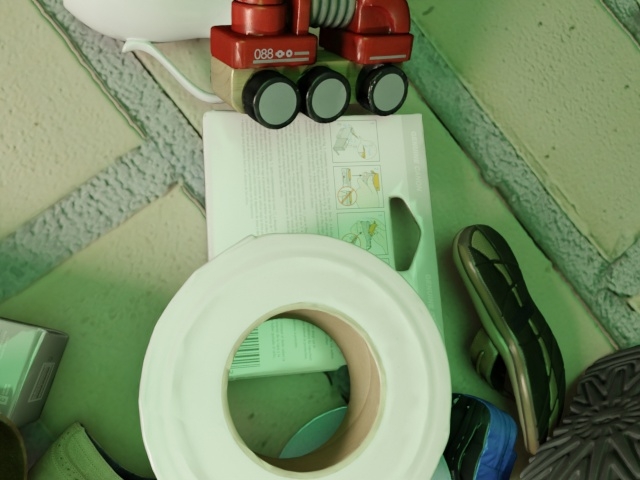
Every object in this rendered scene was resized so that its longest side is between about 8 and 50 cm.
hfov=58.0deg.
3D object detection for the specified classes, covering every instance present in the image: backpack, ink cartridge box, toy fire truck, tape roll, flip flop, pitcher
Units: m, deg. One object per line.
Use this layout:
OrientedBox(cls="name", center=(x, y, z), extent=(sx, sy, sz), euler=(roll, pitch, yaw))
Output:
OrientedBox(cls="backpack", center=(0.167, 0.239, 0.654), extent=(0.101, 0.098, 0.120), euler=(27, 74, -36))
OrientedBox(cls="ink cartridge box", center=(0.000, 0.000, 0.672), extent=(0.260, 0.066, 0.297), euler=(-2, 81, -13))
OrientedBox(cls="toy fire truck", center=(-0.015, -0.269, 0.621), extent=(0.216, 0.158, 0.247), euler=(-13, 124, -28))
OrientedBox(cls="tape roll", center=(-0.025, 0.138, 0.546), extent=(0.286, 0.100, 0.287), euler=(3, 76, -14))
OrientedBox(cls="flip flop", center=(0.213, 0.116, 0.687), extent=(0.112, 0.080, 0.277), euler=(-27, 93, -46))
OrientedBox(cls="pitcher", center=(-0.180, -0.258, 0.658), extent=(0.207, 0.125, 0.178), euler=(7, 87, -23))

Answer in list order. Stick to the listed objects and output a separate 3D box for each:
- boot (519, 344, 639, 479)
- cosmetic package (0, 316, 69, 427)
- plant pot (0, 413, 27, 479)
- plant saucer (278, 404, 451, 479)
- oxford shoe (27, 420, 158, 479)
OrientedBox(cls="boot", center=(0.405, 0.381, 0.594), extent=(0.367, 0.146, 0.445), euler=(-28, 88, -44))
OrientedBox(cls="cosmetic package", center=(-0.383, 0.104, 0.545), extent=(0.237, 0.127, 0.107), euler=(19, 76, -10))
OrientedBox(cls="plant pot", center=(-0.384, 0.194, 0.413), extent=(0.230, 0.215, 0.216), euler=(14, 77, 11))
OrientedBox(cls="plant saucer", center=(0.042, 0.272, 0.615), extent=(0.194, 0.037, 0.195), euler=(-6, 48, 6))
OrientedBox(cls="oxford shoe", center=(-0.109, 0.314, 0.562), extent=(0.396, 0.140, 0.147), euler=(30, 66, -9))
